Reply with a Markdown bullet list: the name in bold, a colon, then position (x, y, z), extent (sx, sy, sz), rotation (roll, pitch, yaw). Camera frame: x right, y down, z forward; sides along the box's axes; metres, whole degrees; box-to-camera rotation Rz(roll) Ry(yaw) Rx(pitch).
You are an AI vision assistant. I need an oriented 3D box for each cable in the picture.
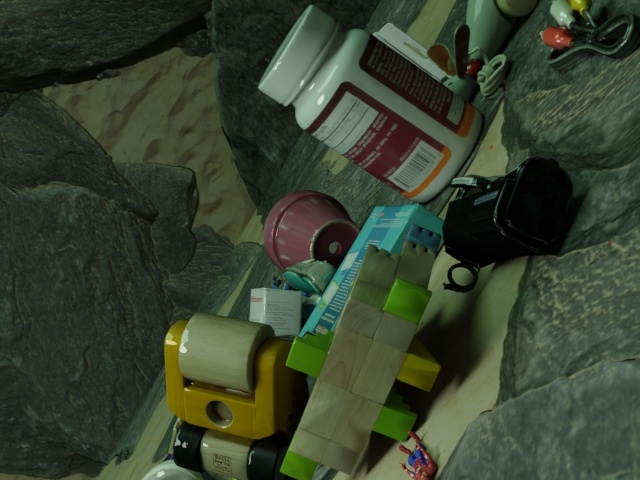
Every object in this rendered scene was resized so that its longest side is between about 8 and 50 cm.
- **cable**: position (0.405, -0.320, 1.453), extent (0.140, 0.072, 0.287), rotation (-60, 11, 19)

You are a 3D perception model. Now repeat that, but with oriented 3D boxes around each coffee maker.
- **coffee maker**: position (0.250, -0.017, 1.263), extent (0.178, 0.120, 0.171), rotation (163, 110, -74)

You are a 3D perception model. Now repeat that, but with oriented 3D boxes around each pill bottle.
- **pill bottle**: position (0.092, -0.262, 1.787), extent (0.224, 0.392, 0.224), rotation (-54, 12, 17)

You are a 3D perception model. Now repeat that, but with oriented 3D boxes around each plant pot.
- **plant pot**: position (0.000, 0.000, 2.035), extent (0.201, 0.201, 0.180), rotation (-58, 28, -3)

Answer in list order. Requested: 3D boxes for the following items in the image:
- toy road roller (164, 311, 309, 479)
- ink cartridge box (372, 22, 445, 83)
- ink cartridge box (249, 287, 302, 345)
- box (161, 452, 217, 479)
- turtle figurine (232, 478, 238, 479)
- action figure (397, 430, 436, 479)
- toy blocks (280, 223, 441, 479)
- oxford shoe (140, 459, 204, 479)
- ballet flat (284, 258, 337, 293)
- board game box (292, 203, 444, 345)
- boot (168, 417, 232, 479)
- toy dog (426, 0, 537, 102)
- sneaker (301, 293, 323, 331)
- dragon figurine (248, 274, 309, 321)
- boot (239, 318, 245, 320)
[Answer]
- **toy road roller**: position (-0.129, 0.258, 1.649), extent (0.240, 0.202, 0.330), rotation (-47, -39, -57)
- **ink cartridge box**: position (0.151, -0.374, 2.283), extent (0.119, 0.207, 0.353), rotation (-60, 12, -18)
- **ink cartridge box**: position (-0.096, 0.202, 1.918), extent (0.148, 0.085, 0.203), rotation (169, 105, -74)
- **box**: position (-0.283, 0.509, 2.062), extent (0.261, 0.103, 0.184), rotation (-54, 15, 16)
- **turtle figurine**: position (-0.192, 0.534, 1.655), extent (0.217, 0.087, 0.269), rotation (-51, 3, -2)
- **action figure**: position (0.122, 0.279, 1.183), extent (0.038, 0.030, 0.115), rotation (-52, 14, 5)
- **toy blocks**: position (0.070, 0.142, 1.363), extent (0.261, 0.190, 0.382), rotation (-65, -5, -58)
- **oxford shoe**: position (-0.348, 0.638, 1.839), extent (0.450, 0.169, 0.130), rotation (-63, 8, 12)
- **ballet flat**: position (-0.014, 0.069, 1.895), extent (0.068, 0.072, 0.213), rotation (-45, 13, -11)
- **board game box**: position (0.081, 0.097, 1.682), extent (0.336, 0.079, 0.254), rotation (-59, 11, -6)
- **boot**: position (-0.209, 0.379, 1.921), extent (0.077, 0.165, 0.213), rotation (-42, 21, 49)
- **toy dog**: position (0.305, -0.433, 1.926), extent (0.334, 0.161, 0.220), rotation (-63, 13, -24)
- **sneaker**: position (-0.034, 0.163, 1.974), extent (0.081, 0.080, 0.211), rotation (-60, 12, -17)
- **dragon figurine**: position (-0.122, 0.183, 2.266), extent (0.289, 0.085, 0.144), rotation (-50, 14, 28)
- **boot**: position (-0.178, 0.290, 2.128), extent (0.095, 0.123, 0.258), rotation (-50, 14, 31)
